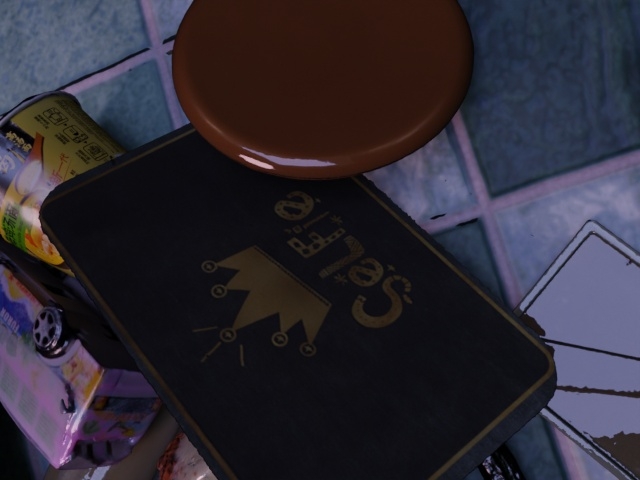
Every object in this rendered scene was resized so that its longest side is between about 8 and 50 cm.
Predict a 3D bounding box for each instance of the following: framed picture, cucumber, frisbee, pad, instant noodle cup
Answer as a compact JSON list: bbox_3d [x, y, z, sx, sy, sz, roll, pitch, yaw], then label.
[{"bbox_3d":[0.246,0.102,0.547,0.203,0.015,0.150,39,99,15],"label":"framed picture"},{"bbox_3d":[0.135,0.170,0.568,0.034,0.033,0.135,-29,80,11],"label":"cucumber"},{"bbox_3d":[0.001,-0.160,0.578,0.250,0.021,0.251,-1,65,2],"label":"frisbee"},{"bbox_3d":[0.001,0.000,0.520,0.314,0.063,0.375,-31,62,-27],"label":"pad"},{"bbox_3d":[-0.226,-0.041,0.637,0.122,0.151,0.151,34,97,9],"label":"instant noodle cup"}]

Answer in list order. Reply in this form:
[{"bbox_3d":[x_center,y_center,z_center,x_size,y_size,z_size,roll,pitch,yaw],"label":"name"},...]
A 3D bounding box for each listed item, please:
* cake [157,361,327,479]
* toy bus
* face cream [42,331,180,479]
[{"bbox_3d":[0.007,0.205,0.541,0.158,0.159,0.262,-46,77,7],"label":"cake"},{"bbox_3d":[-0.251,0.081,0.625,0.274,0.090,0.112,31,97,35],"label":"toy bus"},{"bbox_3d":[-0.175,0.155,0.647,0.137,0.084,0.341,25,89,27],"label":"face cream"}]
